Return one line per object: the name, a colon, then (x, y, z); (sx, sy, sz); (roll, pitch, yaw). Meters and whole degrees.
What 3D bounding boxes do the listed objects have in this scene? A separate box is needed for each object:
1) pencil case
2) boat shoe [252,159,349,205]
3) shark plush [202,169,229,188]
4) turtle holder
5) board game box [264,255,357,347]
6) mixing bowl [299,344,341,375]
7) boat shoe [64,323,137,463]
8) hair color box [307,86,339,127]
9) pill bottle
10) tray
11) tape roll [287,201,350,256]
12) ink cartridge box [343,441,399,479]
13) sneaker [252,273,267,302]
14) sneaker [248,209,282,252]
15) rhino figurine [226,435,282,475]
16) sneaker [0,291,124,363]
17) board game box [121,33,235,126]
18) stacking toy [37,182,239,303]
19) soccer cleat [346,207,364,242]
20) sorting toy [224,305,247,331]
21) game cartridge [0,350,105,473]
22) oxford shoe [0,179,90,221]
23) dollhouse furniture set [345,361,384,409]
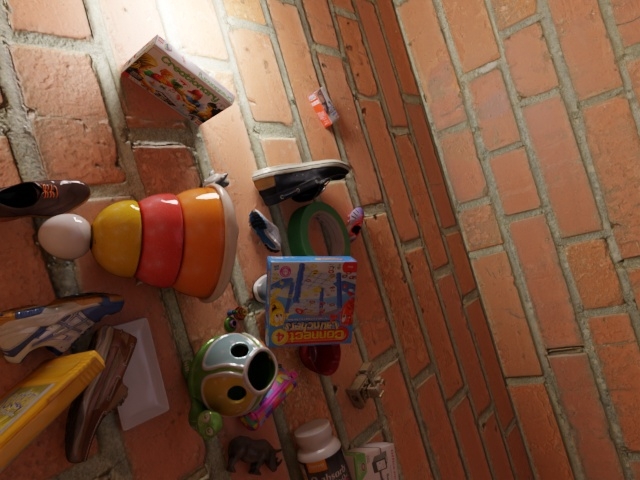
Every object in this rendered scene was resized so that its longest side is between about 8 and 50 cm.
pencil case: (-0.174, 0.518, 1.630); (0.236, 0.104, 0.104); (-40, 108, -49)
boat shoe: (-0.063, -0.235, 1.994); (0.500, 0.186, 0.156); (-17, 95, -47)
shark plush: (-0.368, -0.181, 1.696); (0.161, 0.073, 0.067); (-65, 156, -46)
turtle holder: (-0.270, 0.405, 1.449); (0.320, 0.227, 0.243); (-13, 87, -52)
board game box: (-0.036, 0.210, 1.716); (0.308, 0.086, 0.302); (0, 101, -15)
mixing bowl: (-0.014, 0.423, 1.861); (0.181, 0.098, 0.182); (22, 60, -44)
boat shoe: (-0.530, 0.373, 1.204); (0.116, 0.123, 0.325); (22, 69, -32)
hair color box: (0.015, -0.633, 2.335); (0.167, 0.053, 0.093); (57, 41, -18)
pill bottle: (0.011, 0.780, 1.705); (0.162, 0.162, 0.279); (-19, 91, -52)
tray: (-0.508, 0.357, 1.336); (0.145, 0.030, 0.270); (-11, 86, -51)
tape roll: (0.000, 0.000, 2.058); (0.321, 0.077, 0.321); (23, 59, -45)
ink cartridge box: (0.183, 0.909, 1.905); (0.272, 0.114, 0.198); (10, 69, -49)
sneaker: (-0.094, 0.159, 1.798); (0.295, 0.178, 0.124); (-11, 85, -52)
sneaker: (-0.203, -0.047, 1.843); (0.191, 0.071, 0.083); (60, 33, -29)
rhino figurine: (-0.201, 0.683, 1.555); (0.243, 0.073, 0.106); (32, 56, -42)
sneaker: (-0.626, 0.209, 1.206); (0.296, 0.111, 0.131); (-11, 98, -46)
board game box: (-0.456, -0.508, 1.596); (0.305, 0.193, 0.053); (32, 53, -39)
stacking toy: (-0.496, -0.005, 1.342); (0.479, 0.350, 0.351); (4, 72, -30)
soccer cleat: (0.166, -0.073, 2.272); (0.083, 0.095, 0.248); (55, 42, -21)
sorting toy: (-0.280, 0.257, 1.643); (0.061, 0.042, 0.102); (55, 42, -21)
game cartridge: (-0.620, 0.356, 0.994); (0.053, 0.285, 0.324); (57, 40, -20)
oxford shoe: (-0.692, -0.106, 1.229); (0.271, 0.098, 0.097); (-27, 98, -52)
dollhouse furniture set: (0.225, 0.597, 2.038); (0.182, 0.161, 0.101); (-42, 109, -48)
